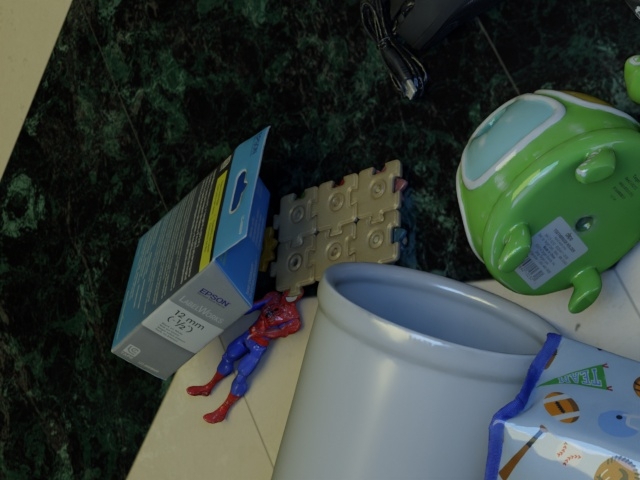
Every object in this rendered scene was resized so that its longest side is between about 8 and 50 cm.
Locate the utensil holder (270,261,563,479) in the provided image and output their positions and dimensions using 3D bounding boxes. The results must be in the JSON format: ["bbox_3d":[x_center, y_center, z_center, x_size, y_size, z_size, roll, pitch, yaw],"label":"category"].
[{"bbox_3d":[0.110,0.263,1.816,0.327,0.327,0.385,25,106,38],"label":"utensil holder"}]

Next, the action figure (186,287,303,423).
[{"bbox_3d":[-0.131,0.167,2.145,0.280,0.139,0.091,-51,60,23],"label":"action figure"}]

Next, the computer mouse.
[{"bbox_3d":[0.162,-0.343,1.961,0.272,0.072,0.188,-39,63,32],"label":"computer mouse"}]

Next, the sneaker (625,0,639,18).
[{"bbox_3d":[0.415,-0.345,1.702,0.132,0.086,0.229,24,134,54],"label":"sneaker"}]

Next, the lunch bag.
[{"bbox_3d":[0.358,0.355,1.618,0.328,0.239,0.385,20,129,24],"label":"lunch bag"}]

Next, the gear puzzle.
[{"bbox_3d":[0.000,0.000,2.089,0.339,0.044,0.175,-16,62,39],"label":"gear puzzle"}]

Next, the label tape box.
[{"bbox_3d":[-0.163,0.020,2.102,0.347,0.115,0.249,-38,30,35],"label":"label tape box"}]

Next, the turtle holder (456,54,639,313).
[{"bbox_3d":[0.306,-0.094,1.724,0.320,0.243,0.227,-63,36,30],"label":"turtle holder"}]
